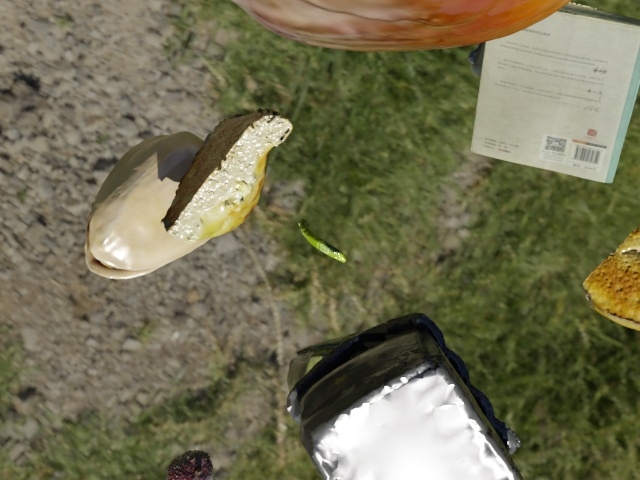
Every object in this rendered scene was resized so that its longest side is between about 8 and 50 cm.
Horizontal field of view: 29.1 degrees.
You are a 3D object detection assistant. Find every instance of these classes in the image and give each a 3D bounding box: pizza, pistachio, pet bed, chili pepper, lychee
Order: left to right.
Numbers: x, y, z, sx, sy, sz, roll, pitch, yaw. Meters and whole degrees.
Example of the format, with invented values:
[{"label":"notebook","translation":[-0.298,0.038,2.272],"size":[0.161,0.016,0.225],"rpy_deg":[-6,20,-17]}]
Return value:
[{"label":"pistachio","translation":[-0.210,-0.042,1.585],"size":[0.229,0.157,0.157],"rpy_deg":[-44,133,-25]},{"label":"lychee","translation":[-0.191,0.339,1.806],"size":[0.067,0.083,0.068],"rpy_deg":[14,78,-14]},{"label":"pizza","translation":[-0.110,-0.075,1.482],"size":[0.080,0.204,0.188],"rpy_deg":[39,88,-18]},{"label":"chili pepper","translation":[0.000,-0.001,1.567],"size":[0.030,0.083,0.017],"rpy_deg":[-10,136,-50]},{"label":"pet bed","translation":[0.088,0.202,1.246],"size":[0.183,0.159,0.211],"rpy_deg":[-34,106,8]},{"label":"pizza","translation":[0.344,0.027,1.188],"size":[0.046,0.175,0.134],"rpy_deg":[27,76,-58]}]

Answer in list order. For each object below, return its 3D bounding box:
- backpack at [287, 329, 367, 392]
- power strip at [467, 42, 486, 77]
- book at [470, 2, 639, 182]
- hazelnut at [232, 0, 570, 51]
[{"label":"backpack","translation":[0.080,0.213,1.961],"size":[0.253,0.207,0.140],"rpy_deg":[-8,84,-14]},{"label":"power strip","translation":[0.295,-0.253,1.833],"size":[0.192,0.035,0.082],"rpy_deg":[24,79,-37]},{"label":"book","translation":[0.314,-0.198,1.650],"size":[0.283,0.214,0.025],"rpy_deg":[94,15,-49]},{"label":"hazelnut","translation":[0.079,-0.300,1.001],"size":[0.372,0.372,0.315],"rpy_deg":[-38,103,-24]}]
